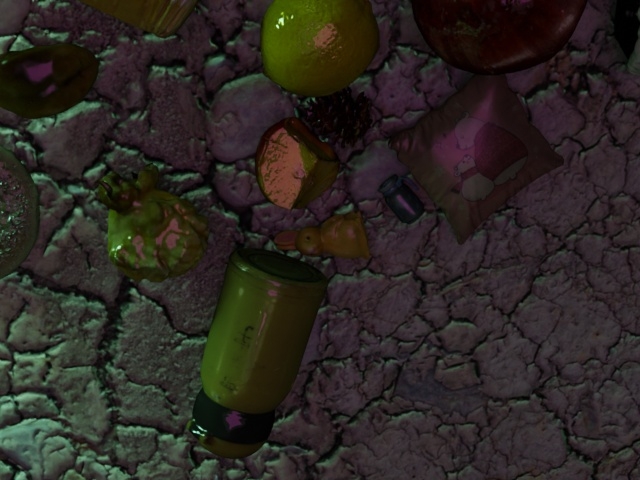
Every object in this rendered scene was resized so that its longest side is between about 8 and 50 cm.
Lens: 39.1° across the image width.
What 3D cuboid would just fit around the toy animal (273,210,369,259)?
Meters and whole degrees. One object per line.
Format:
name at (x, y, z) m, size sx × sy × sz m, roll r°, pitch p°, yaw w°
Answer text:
toy animal at (0.001, 0.004, 1.532) m, size 0.160 × 0.070 × 0.083 m, roll -9°, pitch 105°, yaw 4°

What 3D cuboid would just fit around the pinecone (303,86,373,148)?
pinecone at (0.029, -0.204, 1.475) m, size 0.109 × 0.102 × 0.102 m, roll 13°, pitch 103°, yaw 18°

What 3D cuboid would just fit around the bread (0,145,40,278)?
bread at (-0.598, -0.048, 1.498) m, size 0.267 × 0.040 × 0.266 m, roll -1°, pitch 103°, yaw -4°

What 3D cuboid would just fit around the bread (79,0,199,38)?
bread at (-0.325, -0.410, 1.375) m, size 0.288 × 0.152 × 0.119 m, roll 24°, pitch 106°, yaw -8°

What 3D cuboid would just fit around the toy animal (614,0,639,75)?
toy animal at (0.576, -0.365, 1.434) m, size 0.204 × 0.156 × 0.208 m, roll -2°, pitch 107°, yaw 1°

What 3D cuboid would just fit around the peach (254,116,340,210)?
peach at (-0.050, -0.124, 1.473) m, size 0.151 × 0.118 × 0.151 m, roll -28°, pitch 142°, yaw -25°

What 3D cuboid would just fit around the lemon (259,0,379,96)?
lemon at (-0.006, -0.314, 1.402) m, size 0.203 × 0.178 × 0.178 m, roll -31°, pitch 103°, yaw 17°

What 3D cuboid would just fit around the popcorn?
popcorn at (-0.272, -0.029, 1.458) m, size 0.168 × 0.173 × 0.195 m, roll -6°, pitch 106°, yaw 32°

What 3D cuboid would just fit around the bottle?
bottle at (-0.118, 0.199, 1.520) m, size 0.172 × 0.171 × 0.351 m, roll 17°, pitch 104°, yaw -7°

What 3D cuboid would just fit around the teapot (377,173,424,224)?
teapot at (0.139, -0.069, 1.521) m, size 0.049 × 0.063 × 0.083 m, roll -45°, pitch 102°, yaw -13°

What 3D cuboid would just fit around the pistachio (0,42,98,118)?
pistachio at (-0.446, -0.251, 1.429) m, size 0.189 × 0.100 × 0.110 m, roll -10°, pitch 99°, yaw -2°

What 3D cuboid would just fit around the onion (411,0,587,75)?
onion at (0.266, -0.388, 1.362) m, size 0.276 × 0.276 × 0.276 m, roll -1°, pitch 103°, yaw -3°

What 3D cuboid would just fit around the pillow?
pillow at (0.261, -0.144, 1.501) m, size 0.236 × 0.084 × 0.223 m, roll -39°, pitch 103°, yaw 8°
